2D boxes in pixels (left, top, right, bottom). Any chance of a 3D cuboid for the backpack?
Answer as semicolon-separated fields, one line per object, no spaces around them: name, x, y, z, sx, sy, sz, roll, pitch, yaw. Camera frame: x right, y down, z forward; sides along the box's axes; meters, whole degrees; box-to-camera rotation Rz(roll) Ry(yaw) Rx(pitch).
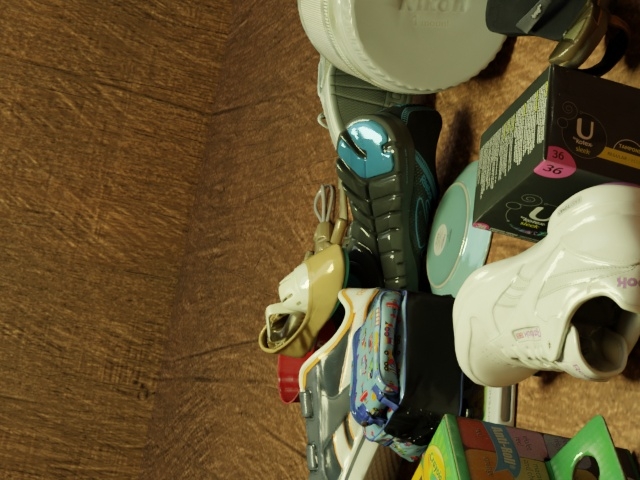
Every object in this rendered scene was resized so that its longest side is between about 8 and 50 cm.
backpack;0.090;0.152;1.766;0.173;0.116;0.158;121;158;-57

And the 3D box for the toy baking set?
toy baking set;0.001;0.003;2.491;0.197;0.030;0.256;-116;40;-68

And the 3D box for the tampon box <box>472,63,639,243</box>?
tampon box;0.227;-0.072;1.503;0.161;0.120;0.101;132;149;-63

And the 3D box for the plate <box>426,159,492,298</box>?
plate;0.158;-0.004;1.913;0.188;0.024;0.188;-169;90;-75

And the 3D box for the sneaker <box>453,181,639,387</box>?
sneaker;0.205;0.074;1.466;0.305;0.114;0.152;127;151;-52

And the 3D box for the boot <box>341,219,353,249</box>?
boot;0.086;-0.083;2.185;0.189;0.076;0.209;-176;105;-73

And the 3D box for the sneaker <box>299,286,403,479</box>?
sneaker;0.037;0.210;1.929;0.126;0.127;0.321;15;-88;-68

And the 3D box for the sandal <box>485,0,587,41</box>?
sandal;0.232;-0.257;1.738;0.254;0.054;0.097;178;102;-68

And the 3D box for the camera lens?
camera lens;0.099;-0.294;1.981;0.274;0.219;0.219;-136;59;-73

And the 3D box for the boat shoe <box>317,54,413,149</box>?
boat shoe;0.051;-0.221;2.177;0.103;0.118;0.320;111;158;-50

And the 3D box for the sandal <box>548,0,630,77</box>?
sandal;0.261;-0.189;1.534;0.090;0.060;0.219;-56;-2;14

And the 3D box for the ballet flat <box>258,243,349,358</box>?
ballet flat;-0.025;0.082;2.009;0.232;0.073;0.080;113;153;-53

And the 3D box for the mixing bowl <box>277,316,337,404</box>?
mixing bowl;0.015;0.139;2.188;0.181;0.098;0.181;-167;90;-76

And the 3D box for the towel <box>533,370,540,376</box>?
towel;0.209;0.074;1.638;0.067;0.029;0.119;-174;96;-76

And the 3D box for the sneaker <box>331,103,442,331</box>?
sneaker;0.096;-0.004;2.010;0.125;0.139;0.341;23;122;32

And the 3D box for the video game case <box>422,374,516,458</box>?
video game case;0.159;0.176;1.758;0.212;0.023;0.193;132;148;-63

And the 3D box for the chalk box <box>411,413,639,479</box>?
chalk box;0.165;0.271;1.343;0.180;0.179;0.289;-99;25;-53
